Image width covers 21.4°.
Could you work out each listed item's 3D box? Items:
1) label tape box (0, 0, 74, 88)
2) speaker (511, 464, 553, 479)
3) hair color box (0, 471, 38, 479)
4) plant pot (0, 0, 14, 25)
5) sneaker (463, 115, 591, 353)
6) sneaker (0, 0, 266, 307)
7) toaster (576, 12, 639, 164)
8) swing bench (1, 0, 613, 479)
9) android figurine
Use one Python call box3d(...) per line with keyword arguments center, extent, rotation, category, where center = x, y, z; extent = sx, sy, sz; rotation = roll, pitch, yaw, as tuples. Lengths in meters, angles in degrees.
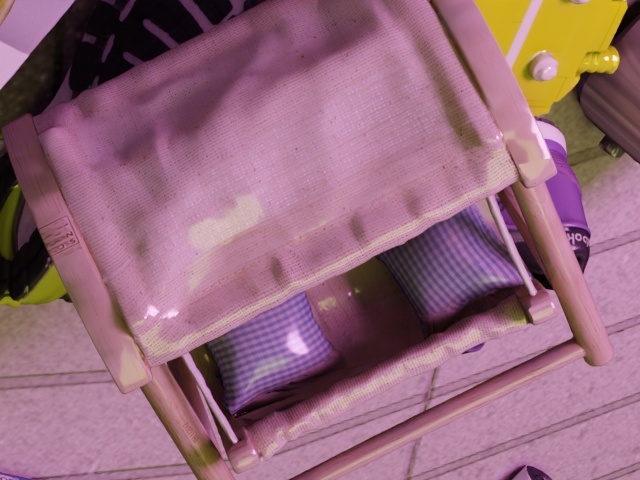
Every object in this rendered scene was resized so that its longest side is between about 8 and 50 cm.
box3d(center=(-0.255, -0.115, 0.777), extent=(0.115, 0.249, 0.348), rotation=(25, 114, -44), category="label tape box")
box3d(center=(0.163, 0.269, 1.548), extent=(0.136, 0.055, 0.055), rotation=(-46, 137, 16), category="speaker")
box3d(center=(-0.304, 0.332, 1.287), extent=(0.174, 0.105, 0.347), rotation=(21, 116, -43), category="hair color box")
box3d(center=(-0.243, -0.214, 0.519), extent=(0.366, 0.353, 0.366), rotation=(-15, 161, -5), category="plant pot")
box3d(center=(0.052, 0.030, 1.155), extent=(0.283, 0.124, 0.107), rotation=(-30, 149, 27), category="sneaker")
box3d(center=(-0.095, -0.073, 1.042), extent=(0.121, 0.111, 0.300), rotation=(11, 129, -49), category="sneaker")
box3d(center=(0.305, -0.116, 1.195), extent=(0.227, 0.146, 0.129), rotation=(-44, 138, 13), category="toaster")
box3d(center=(0.000, 0.000, 0.948), extent=(0.253, 0.165, 0.255), rotation=(-27, 140, 1), category="swing bench")
box3d(center=(0.099, -0.153, 1.106), extent=(0.272, 0.056, 0.248), rotation=(2, 128, -31), category="android figurine")
